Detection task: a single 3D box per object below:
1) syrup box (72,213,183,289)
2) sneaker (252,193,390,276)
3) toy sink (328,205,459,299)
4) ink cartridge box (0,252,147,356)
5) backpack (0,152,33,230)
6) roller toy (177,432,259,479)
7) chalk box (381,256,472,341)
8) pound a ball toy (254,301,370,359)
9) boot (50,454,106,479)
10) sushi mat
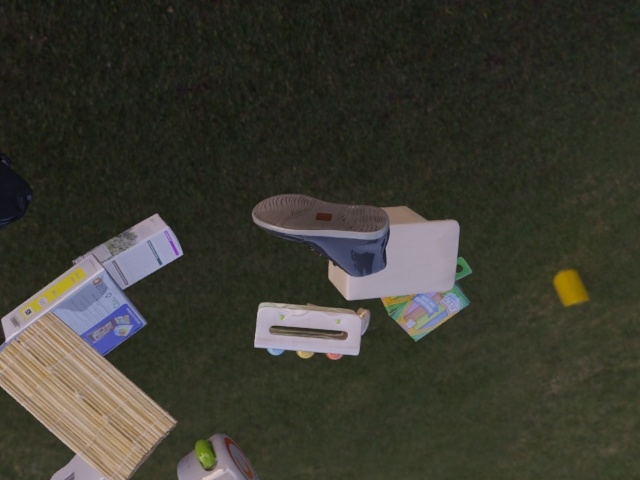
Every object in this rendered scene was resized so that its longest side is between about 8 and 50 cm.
[{"bbox_3d":[-0.464,0.041,1.683,0.237,0.093,0.096,-31,126,-17],"label":"syrup box"},{"bbox_3d":[0.000,0.000,1.115,0.222,0.083,0.118,9,138,14],"label":"sneaker"},{"bbox_3d":[0.144,0.018,1.417,0.234,0.131,0.153,-5,110,-17],"label":"toy sink"},{"bbox_3d":[-0.565,0.204,1.538,0.307,0.072,0.304,-36,156,-14],"label":"ink cartridge box"},{"bbox_3d":[-0.791,-0.057,1.321,0.355,0.273,0.290,-11,141,30],"label":"backpack"},{"bbox_3d":[-0.242,0.575,1.651,0.146,0.209,0.191,-36,168,-4],"label":"roller toy"},{"bbox_3d":[0.262,0.112,1.678,0.213,0.132,0.132,-38,125,10],"label":"chalk box"},{"bbox_3d":[-0.015,0.246,1.880,0.319,0.136,0.208,6,180,-5],"label":"pound a ball toy"},{"bbox_3d":[-0.470,0.502,1.492,0.123,0.095,0.258,15,142,-43],"label":"boot"},{"bbox_3d":[-0.413,0.270,1.206,0.316,0.151,0.019,39,149,7],"label":"sushi mat"}]
